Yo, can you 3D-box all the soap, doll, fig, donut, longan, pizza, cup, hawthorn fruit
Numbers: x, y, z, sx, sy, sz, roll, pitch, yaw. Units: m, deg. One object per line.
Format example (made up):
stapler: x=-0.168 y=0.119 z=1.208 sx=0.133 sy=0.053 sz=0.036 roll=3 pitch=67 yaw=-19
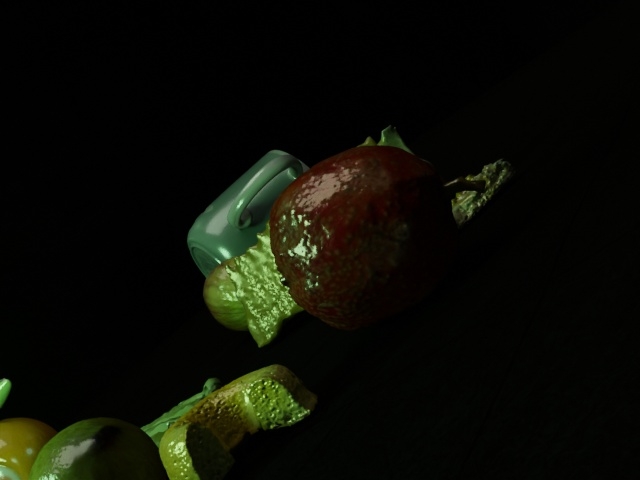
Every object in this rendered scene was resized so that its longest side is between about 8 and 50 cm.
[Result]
soap: x=0.000 y=0.000 z=1.543 sx=0.339 sy=0.169 sz=0.304 roll=-39 pitch=-11 yaw=-10
doll: x=-0.567 y=0.390 z=1.801 sx=0.213 sy=0.236 sz=0.213 roll=-35 pitch=-1 yaw=-1
fig: x=-0.124 y=0.089 z=1.902 sx=0.160 sy=0.143 sz=0.231 roll=-5 pitch=-15 yaw=-29
donut: x=-0.094 y=0.194 z=1.050 sx=0.181 sy=0.078 sz=0.146 roll=-38 pitch=7 yaw=-16
longan: x=-0.238 y=0.274 z=1.079 sx=0.155 sy=0.176 sz=0.145 roll=-15 pitch=31 yaw=-40
pizza: x=0.188 y=-0.049 z=1.401 sx=0.195 sy=0.052 sz=0.185 roll=-40 pitch=7 yaw=-2
cup: x=-0.120 y=-0.032 z=2.103 sx=0.274 sy=0.259 sz=0.356 roll=-44 pitch=-20 yaw=-18
hawthorn fruit: x=0.069 y=-0.014 z=1.140 sx=0.253 sy=0.205 sz=0.205 roll=-27 pitch=6 yaw=7

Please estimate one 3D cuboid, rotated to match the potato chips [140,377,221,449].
potato chips: x=-0.297 y=0.331 z=1.384 sx=0.429 sy=0.070 sz=0.358 roll=-34 pitch=4 yaw=38
